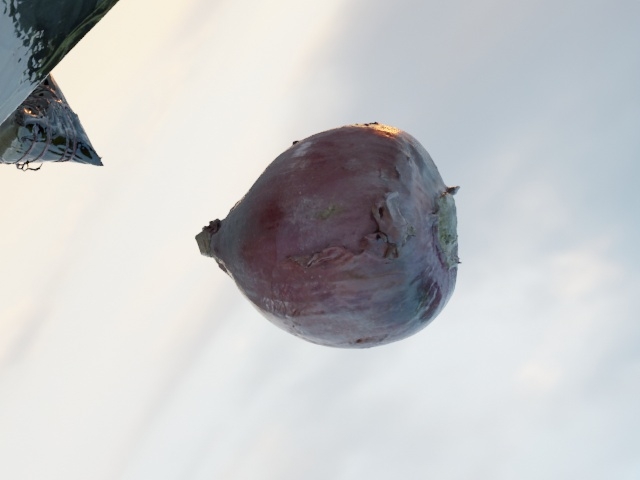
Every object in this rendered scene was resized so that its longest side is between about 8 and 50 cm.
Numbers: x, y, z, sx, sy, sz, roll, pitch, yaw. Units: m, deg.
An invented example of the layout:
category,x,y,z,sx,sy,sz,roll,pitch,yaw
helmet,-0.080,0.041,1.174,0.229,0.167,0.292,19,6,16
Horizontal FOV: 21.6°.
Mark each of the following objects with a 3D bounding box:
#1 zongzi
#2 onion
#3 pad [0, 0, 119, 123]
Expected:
category,x,y,z,sx,sy,sz,roll,pitch,yaw
zongzi,-0.173,-0.067,1.087,0.067,0.073,0.083,-35,-168,43
onion,0.000,0.000,1.156,0.195,0.159,0.159,-7,-142,23
pad,-0.100,-0.145,0.706,0.367,0.007,0.247,-45,170,0
